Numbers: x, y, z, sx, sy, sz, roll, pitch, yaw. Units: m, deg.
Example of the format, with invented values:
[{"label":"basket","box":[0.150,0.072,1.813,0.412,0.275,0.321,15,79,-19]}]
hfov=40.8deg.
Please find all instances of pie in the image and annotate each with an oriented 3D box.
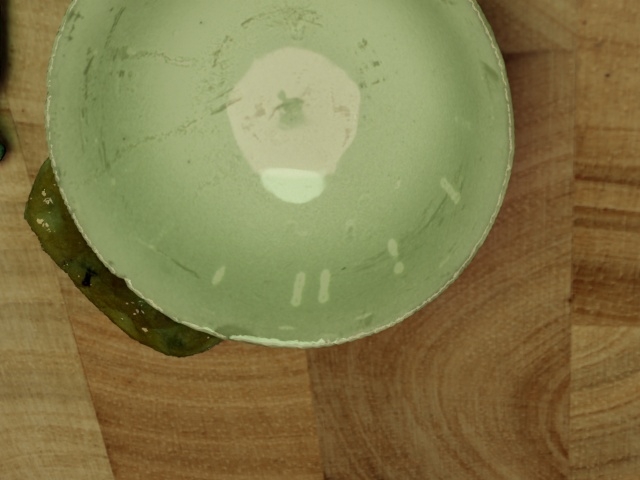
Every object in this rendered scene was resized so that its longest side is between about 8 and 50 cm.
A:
[{"label":"pie","box":[-0.207,0.003,1.044,0.323,0.070,0.323,9,122,16]}]

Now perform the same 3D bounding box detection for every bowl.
[{"label":"bowl","box":[-0.033,-0.124,0.864,0.435,0.196,0.434,3,114,6]}]

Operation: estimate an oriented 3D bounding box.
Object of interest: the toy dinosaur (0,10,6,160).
[{"label":"toy dinosaur","box":[-0.421,-0.255,0.976,0.130,0.076,0.382,11,123,1]}]
